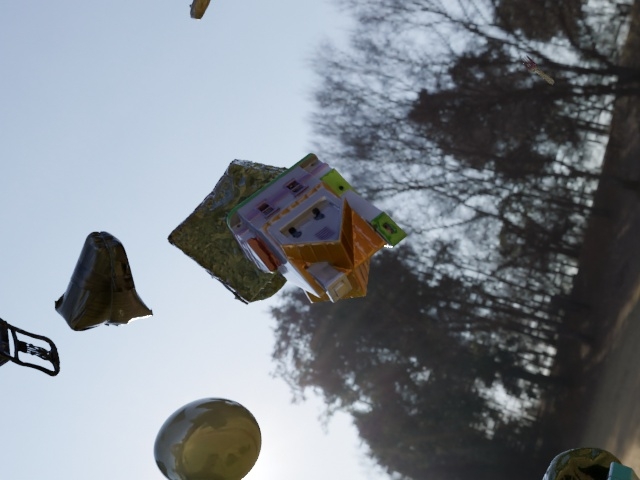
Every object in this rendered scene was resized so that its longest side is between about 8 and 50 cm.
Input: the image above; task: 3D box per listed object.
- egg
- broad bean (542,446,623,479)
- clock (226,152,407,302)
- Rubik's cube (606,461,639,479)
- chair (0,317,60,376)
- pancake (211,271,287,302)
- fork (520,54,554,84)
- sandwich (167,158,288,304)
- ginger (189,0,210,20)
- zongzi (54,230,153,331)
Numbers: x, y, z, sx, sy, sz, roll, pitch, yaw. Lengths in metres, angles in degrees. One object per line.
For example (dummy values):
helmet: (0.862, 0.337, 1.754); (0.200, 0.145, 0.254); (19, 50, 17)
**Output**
egg: (-0.225, 0.410, 1.518); (0.241, 0.186, 0.186); (-2, -72, -53)
broad bean: (0.587, 0.550, 1.704); (0.206, 0.153, 0.072); (-30, -3, -18)
clock: (0.000, 0.000, 1.457); (0.235, 0.309, 0.166); (-37, -49, -13)
Rubik's cube: (0.659, 0.576, 1.519); (0.224, 0.213, 0.265); (27, -138, -38)
chair: (-0.651, 0.229, 1.529); (0.229, 0.113, 0.106); (48, -165, -51)
pancake: (-0.202, 0.060, 2.226); (0.037, 0.253, 0.253); (14, -88, -85)
fork: (0.357, -0.273, 1.227); (0.115, 0.016, 0.012); (18, -123, -49)
sandwich: (-0.163, -0.043, 1.797); (0.325, 0.262, 0.131); (-50, 5, 0)
ginger: (-0.277, -0.580, 1.711); (0.051, 0.069, 0.173); (37, -144, -50)
zongzi: (-0.426, 0.088, 1.637); (0.242, 0.112, 0.221); (3, -58, -47)
